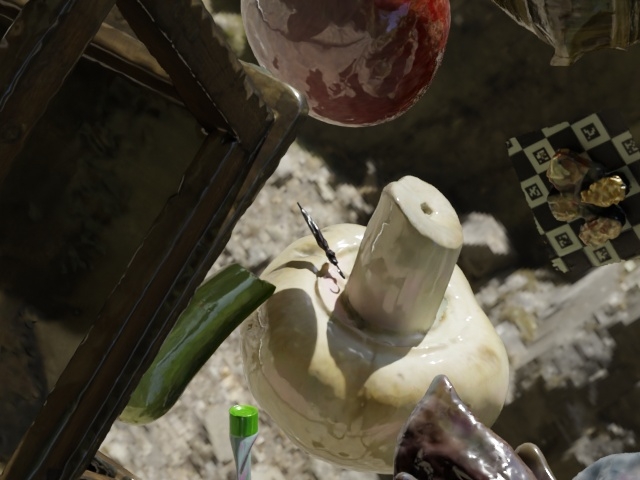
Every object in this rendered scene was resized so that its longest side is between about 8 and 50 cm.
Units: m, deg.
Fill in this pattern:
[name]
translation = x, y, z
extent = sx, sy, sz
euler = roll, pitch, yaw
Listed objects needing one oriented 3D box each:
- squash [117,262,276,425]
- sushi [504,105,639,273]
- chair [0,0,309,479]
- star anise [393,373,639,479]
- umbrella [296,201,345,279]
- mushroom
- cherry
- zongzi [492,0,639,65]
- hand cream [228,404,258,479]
[squash]
translation = -0.150, 0.110, 1.315
extent = 0.083, 0.083, 0.250
euler = 49, 56, -9
[sushi]
translation = 0.346, -0.053, 1.530
extent = 0.040, 0.192, 0.210
euler = -39, 108, -47
[chair]
translation = -0.135, -0.007, 0.500
extent = 0.203, 0.241, 0.416
euler = 27, -4, 22
[star anise]
translation = 0.079, 0.178, 0.514
extent = 0.129, 0.213, 0.282
euler = 14, 10, 38
[umbrella]
translation = 0.001, 0.001, 1.452
extent = 0.122, 0.013, 0.022
euler = 59, 8, 25
[mushroom]
translation = 0.090, 0.119, 1.480
extent = 0.325, 0.353, 0.353
euler = 47, 24, -10
[cherry]
translation = 0.028, -0.228, 1.289
extent = 0.239, 0.239, 0.206
euler = 52, 30, -1
[zongzi]
translation = 0.283, -0.266, 1.025
extent = 0.286, 0.288, 0.134
euler = -117, -164, -57
[hand cream]
translation = -0.128, 0.414, 1.971
extent = 0.079, 0.050, 0.275
euler = -18, 114, -49
